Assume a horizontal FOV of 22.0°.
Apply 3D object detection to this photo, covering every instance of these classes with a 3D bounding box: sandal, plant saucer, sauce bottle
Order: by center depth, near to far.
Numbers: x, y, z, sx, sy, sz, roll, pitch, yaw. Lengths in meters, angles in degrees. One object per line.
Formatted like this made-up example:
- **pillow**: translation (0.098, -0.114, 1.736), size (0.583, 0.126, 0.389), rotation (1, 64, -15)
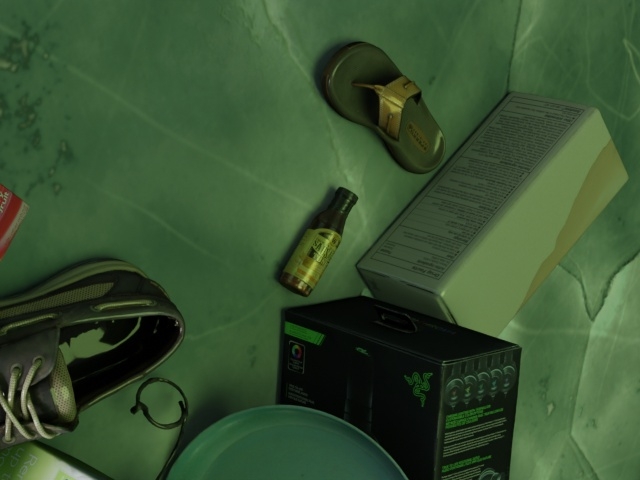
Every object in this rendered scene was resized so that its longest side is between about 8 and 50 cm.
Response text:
- **plant saucer**: translation (-0.026, 0.327, 1.739), size (0.043, 0.317, 0.318), rotation (-14, 114, -69)
- **sauce bottle**: translation (0.000, 0.000, 1.822), size (0.042, 0.042, 0.128), rotation (37, 77, -41)
- **sandal**: translation (0.083, -0.144, 1.842), size (0.090, 0.060, 0.219), rotation (-56, 131, -15)

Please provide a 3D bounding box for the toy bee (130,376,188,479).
- **toy bee**: translation (-0.147, 0.320, 1.689), size (0.195, 0.298, 0.162), rotation (23, 129, -24)

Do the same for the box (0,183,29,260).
- **box**: translation (-0.380, 0.039, 1.418), size (0.257, 0.122, 0.128), rotation (-62, 160, -9)

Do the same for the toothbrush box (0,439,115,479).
- **toothbrush box**: translation (-0.245, 0.315, 1.532), size (0.122, 0.283, 0.206), rotation (34, 80, -42)

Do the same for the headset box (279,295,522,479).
- **headset box**: translation (0.081, 0.210, 1.810), size (0.131, 0.246, 0.283), rotation (-8, 108, -43)

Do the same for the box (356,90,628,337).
- **box**: translation (0.204, -0.022, 1.926), size (0.311, 0.148, 0.121), rotation (-47, 128, -20)

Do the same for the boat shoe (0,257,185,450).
- **boat shoe**: translation (-0.281, 0.121, 1.548), size (0.355, 0.130, 0.132), rotation (-31, 121, -31)
